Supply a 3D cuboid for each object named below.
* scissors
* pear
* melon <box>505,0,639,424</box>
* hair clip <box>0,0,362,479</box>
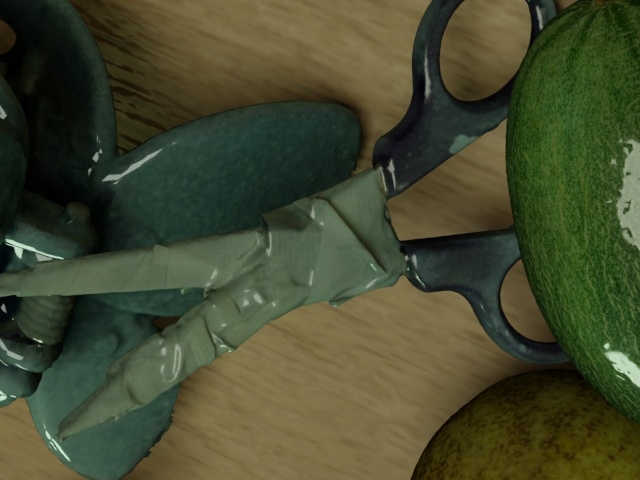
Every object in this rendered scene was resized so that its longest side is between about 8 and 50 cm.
[{"bbox_3d":[0.000,0.000,0.955,0.383,0.029,0.256,-19,104,-20],"label":"scissors"},{"bbox_3d":[0.145,0.184,1.013,0.197,0.197,0.197,6,110,16],"label":"pear"},{"bbox_3d":[0.204,-0.005,0.933,0.182,0.182,0.288,-11,102,21],"label":"melon"},{"bbox_3d":[-0.221,-0.007,1.032,0.238,0.392,0.318,41,121,29],"label":"hair clip"}]
